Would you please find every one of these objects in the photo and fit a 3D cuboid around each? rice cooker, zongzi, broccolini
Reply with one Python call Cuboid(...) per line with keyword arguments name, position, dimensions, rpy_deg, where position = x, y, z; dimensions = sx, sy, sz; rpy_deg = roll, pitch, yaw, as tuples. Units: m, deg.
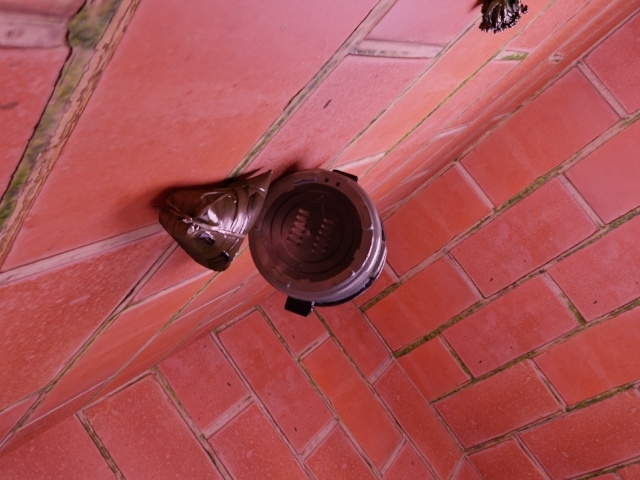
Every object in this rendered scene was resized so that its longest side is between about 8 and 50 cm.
Cuboid(name="rice cooker", position=(0.000, 0.000, 0.972), dimensions=(0.227, 0.241, 0.280), rpy_deg=(53, 54, -80))
Cuboid(name="zongzi", position=(-0.128, -0.064, 0.701), dimensions=(0.178, 0.081, 0.189), rpy_deg=(-57, 164, -15))
Cuboid(name="broccolini", position=(0.254, -0.338, 0.697), dimensions=(0.067, 0.058, 0.216), rpy_deg=(-34, 173, 2))
